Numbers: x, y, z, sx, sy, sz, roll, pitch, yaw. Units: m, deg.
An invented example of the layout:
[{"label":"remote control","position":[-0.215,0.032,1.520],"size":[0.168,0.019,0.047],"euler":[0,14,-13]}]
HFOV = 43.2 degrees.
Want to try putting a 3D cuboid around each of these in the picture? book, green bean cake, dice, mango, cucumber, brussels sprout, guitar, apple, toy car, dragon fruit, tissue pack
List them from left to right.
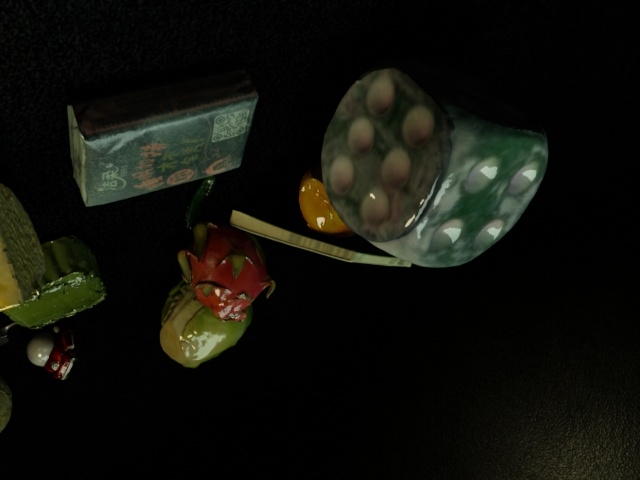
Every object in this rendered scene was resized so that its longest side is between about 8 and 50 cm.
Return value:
[{"label":"apple","position":[-0.647,0.045,1.349],"size":[0.309,0.252,0.314],"euler":[-12,152,-2]},{"label":"guitar","position":[-0.759,0.221,1.935],"size":[0.233,0.025,0.088],"euler":[-27,158,2]},{"label":"toy car","position":[-0.683,0.282,2.040],"size":[0.112,0.139,0.112],"euler":[18,111,-35]},{"label":"green bean cake","position":[-0.576,0.094,1.723],"size":[0.214,0.113,0.200],"euler":[-23,158,-9]},{"label":"tissue pack","position":[-0.279,-0.182,1.434],"size":[0.316,0.103,0.228],"euler":[-18,156,-24]},{"label":"cucumber","position":[-0.267,-0.087,1.770],"size":[0.036,0.033,0.184],"euler":[12,144,-20]},{"label":"brussels sprout","position":[-0.306,0.200,2.159],"size":[0.294,0.227,0.259],"euler":[-40,167,-46]},{"label":"dragon fruit","position":[-0.230,0.072,1.939],"size":[0.224,0.227,0.224],"euler":[-20,150,-12]},{"label":"book","position":[0.000,0.000,1.912],"size":[0.260,0.371,0.043],"euler":[8,98,-54]},{"label":"mango","position":[0.057,-0.106,1.872],"size":[0.138,0.187,0.257],"euler":[-42,171,31]},{"label":"dice","position":[0.221,-0.163,1.633],"size":[0.348,0.330,0.327],"euler":[-2,128,-45]}]

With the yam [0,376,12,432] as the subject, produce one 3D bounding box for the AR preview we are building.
[{"label":"yam","position":[-0.906,0.393,1.942],"size":[0.195,0.195,0.300],"euler":[-33,157,17]}]
